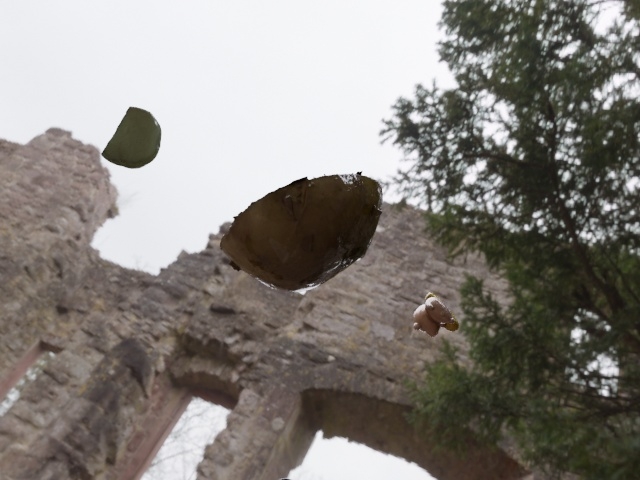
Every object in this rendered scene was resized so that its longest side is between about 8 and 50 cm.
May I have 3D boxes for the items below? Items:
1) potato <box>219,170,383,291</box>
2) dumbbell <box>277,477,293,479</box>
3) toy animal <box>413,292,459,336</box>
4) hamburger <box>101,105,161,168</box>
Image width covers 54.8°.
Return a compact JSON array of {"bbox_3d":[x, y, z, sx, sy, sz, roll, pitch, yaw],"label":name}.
[{"bbox_3d":[0.000,0.000,0.975,0.239,0.299,0.116,-51,-119,35],"label":"potato"},{"bbox_3d":[-0.081,0.727,1.751,0.081,0.082,0.254,8,-30,24],"label":"dumbbell"},{"bbox_3d":[0.230,0.164,1.260,0.082,0.114,0.091,-39,-91,3],"label":"toy animal"},{"bbox_3d":[-0.329,-0.175,1.108,0.084,0.121,0.054,30,-27,-12],"label":"hamburger"}]
